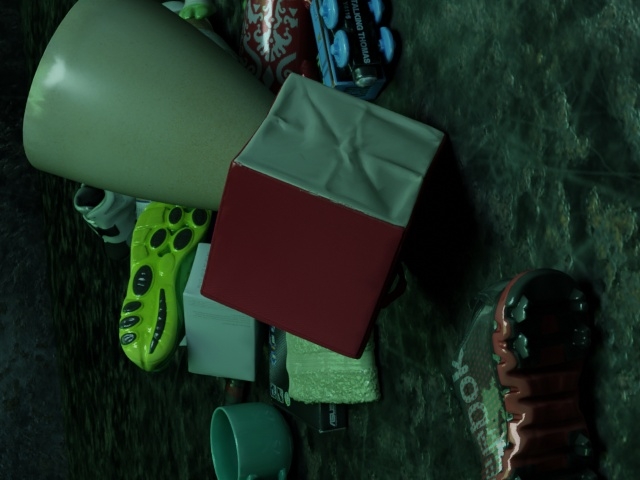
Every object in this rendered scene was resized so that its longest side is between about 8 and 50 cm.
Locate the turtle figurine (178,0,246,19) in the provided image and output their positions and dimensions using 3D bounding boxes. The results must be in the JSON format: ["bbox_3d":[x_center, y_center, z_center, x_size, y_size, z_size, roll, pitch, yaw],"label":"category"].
[{"bbox_3d":[-0.141,-0.433,1.584,0.274,0.197,0.266,18,123,53],"label":"turtle figurine"}]

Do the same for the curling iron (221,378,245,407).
[{"bbox_3d":[-0.140,0.233,1.927,0.068,0.035,0.274,-121,35,-54],"label":"curling iron"}]

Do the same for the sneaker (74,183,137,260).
[{"bbox_3d":[-0.440,-0.070,2.446,0.331,0.146,0.122,113,143,-51],"label":"sneaker"}]

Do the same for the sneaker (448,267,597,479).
[{"bbox_3d":[0.179,0.161,1.077,0.135,0.097,0.276,-176,84,-67],"label":"sneaker"}]

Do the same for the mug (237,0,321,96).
[{"bbox_3d":[-0.034,-0.264,1.532,0.113,0.150,0.169,-41,-42,-73],"label":"mug"}]

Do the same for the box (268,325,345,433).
[{"bbox_3d":[-0.021,0.147,1.616,0.184,0.045,0.191,-162,69,-68],"label":"box"}]

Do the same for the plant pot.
[{"bbox_3d":[-0.173,-0.146,1.450,0.257,0.274,0.256,-61,-10,-18],"label":"plant pot"}]

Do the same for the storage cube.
[{"bbox_3d":[0.006,-0.028,1.259,0.184,0.215,0.193,-62,-8,-48],"label":"storage cube"}]

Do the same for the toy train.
[{"bbox_3d":[0.030,-0.253,1.381,0.105,0.080,0.184,128,133,-66],"label":"toy train"}]

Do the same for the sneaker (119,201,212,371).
[{"bbox_3d":[-0.232,0.057,1.764,0.123,0.109,0.296,90,-168,-62],"label":"sneaker"}]

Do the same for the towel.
[{"bbox_3d":[0.012,0.154,1.492,0.148,0.027,0.110,-5,92,42],"label":"towel"}]

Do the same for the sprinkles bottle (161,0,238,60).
[{"bbox_3d":[-0.179,-0.253,1.813,0.355,0.121,0.121,-128,39,-52],"label":"sprinkles bottle"}]

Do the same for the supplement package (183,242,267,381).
[{"bbox_3d":[-0.135,0.105,1.719,0.179,0.105,0.105,93,-174,-46],"label":"supplement package"}]

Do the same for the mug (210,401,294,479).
[{"bbox_3d":[-0.094,0.317,1.752,0.129,0.097,0.158,134,127,-60],"label":"mug"}]

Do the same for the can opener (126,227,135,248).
[{"bbox_3d":[-0.283,0.011,2.209,0.095,0.076,0.283,-59,27,0],"label":"can opener"}]

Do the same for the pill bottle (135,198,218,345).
[{"bbox_3d":[-0.217,0.030,1.918,0.153,0.153,0.265,-165,72,-66],"label":"pill bottle"}]
